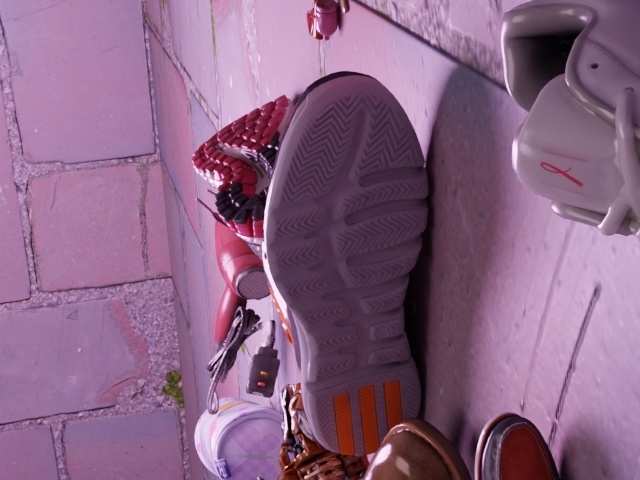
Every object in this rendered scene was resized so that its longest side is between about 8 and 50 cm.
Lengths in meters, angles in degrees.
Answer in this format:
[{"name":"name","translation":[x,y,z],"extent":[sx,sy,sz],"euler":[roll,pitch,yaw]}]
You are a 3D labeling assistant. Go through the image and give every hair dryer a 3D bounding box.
[{"name":"hair dryer","translation":[-0.115,0.064,1.463],"extent":[0.223,0.080,0.293],"euler":[-23,60,61]}]

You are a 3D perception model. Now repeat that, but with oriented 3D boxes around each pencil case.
[{"name":"pencil case","translation":[-0.099,0.275,1.560],"extent":[0.273,0.113,0.124],"euler":[166,83,-77]}]

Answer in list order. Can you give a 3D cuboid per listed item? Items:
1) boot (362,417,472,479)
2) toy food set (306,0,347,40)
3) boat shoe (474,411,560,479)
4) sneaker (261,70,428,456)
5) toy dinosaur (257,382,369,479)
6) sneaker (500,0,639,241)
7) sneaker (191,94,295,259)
[{"name":"boot","translation":[0.032,0.268,0.862],"extent":[0.112,0.115,0.305],"euler":[40,129,39]},{"name":"toy food set","translation":[-0.002,-0.213,1.045],"extent":[0.122,0.019,0.078],"euler":[154,108,-77]},{"name":"boat shoe","translation":[0.121,0.164,0.657],"extent":[0.043,0.049,0.137],"euler":[-177,78,-74]},{"name":"sneaker","translation":[0.000,0.000,0.923],"extent":[0.180,0.124,0.321],"euler":[-119,25,-56]},{"name":"toy dinosaur","translation":[0.006,0.288,1.045],"extent":[0.218,0.164,0.322],"euler":[-21,62,62]},{"name":"sneaker","translation":[0.124,-0.018,0.374],"extent":[0.232,0.115,0.090],"euler":[-117,23,-56]},{"name":"sneaker","translation":[-0.051,-0.050,1.166],"extent":[0.112,0.121,0.299],"euler":[55,-170,-27]}]
